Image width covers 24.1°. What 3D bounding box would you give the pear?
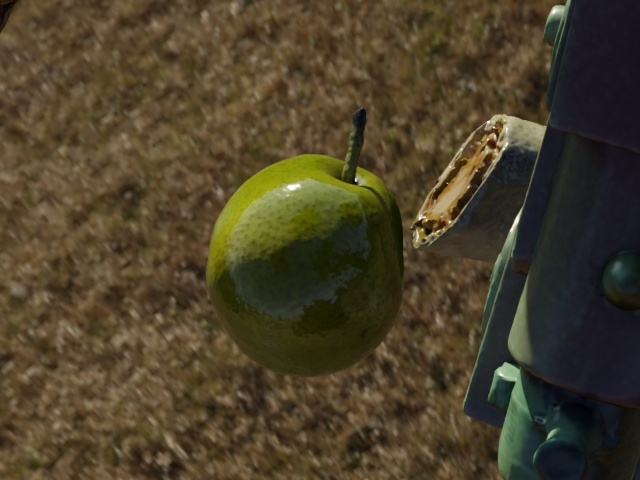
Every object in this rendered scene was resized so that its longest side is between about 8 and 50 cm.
[{"bbox_3d":[0.000,0.000,1.195,0.166,0.180,0.216,28,111,4],"label":"pear"}]

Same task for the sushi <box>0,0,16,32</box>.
[{"bbox_3d":[-0.260,-0.083,0.607,0.234,0.207,0.348,30,42,-12],"label":"sushi"}]

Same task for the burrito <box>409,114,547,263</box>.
[{"bbox_3d":[0.234,-0.037,1.457,0.105,0.299,0.143,17,96,63],"label":"burrito"}]

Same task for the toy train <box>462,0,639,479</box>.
[{"bbox_3d":[0.150,-0.011,0.691,0.150,0.221,0.304,17,107,13],"label":"toy train"}]
